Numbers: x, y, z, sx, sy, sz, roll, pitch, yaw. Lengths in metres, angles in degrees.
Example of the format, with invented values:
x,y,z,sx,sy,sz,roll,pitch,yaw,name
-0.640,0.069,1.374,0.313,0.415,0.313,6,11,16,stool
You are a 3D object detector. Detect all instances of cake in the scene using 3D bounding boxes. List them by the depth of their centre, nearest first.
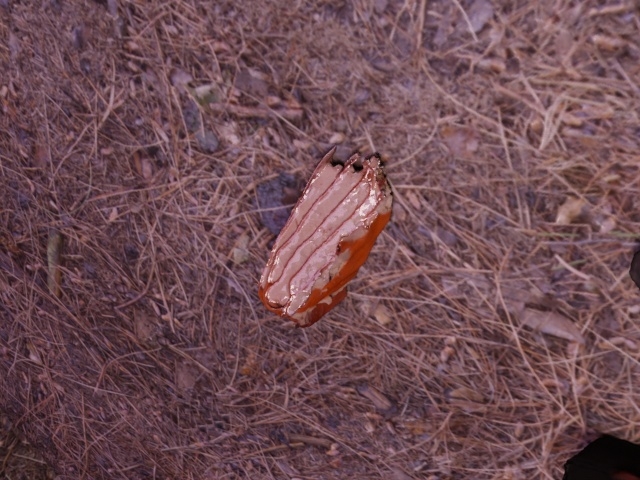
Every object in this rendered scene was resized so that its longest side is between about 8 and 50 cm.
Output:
x,y,z,sx,sy,sz,roll,pitch,yaw,name
0.005,0.004,1.109,0.098,0.135,0.287,43,134,25,cake

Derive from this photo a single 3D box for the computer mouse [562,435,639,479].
x,y,z,sx,sy,sz,roll,pitch,yaw,name
0.416,0.324,0.978,0.295,0.168,0.087,32,132,17,computer mouse

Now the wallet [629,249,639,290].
x,y,z,sx,sy,sz,roll,pitch,yaw,name
0.463,0.137,0.866,0.197,0.051,0.378,-17,110,45,wallet
